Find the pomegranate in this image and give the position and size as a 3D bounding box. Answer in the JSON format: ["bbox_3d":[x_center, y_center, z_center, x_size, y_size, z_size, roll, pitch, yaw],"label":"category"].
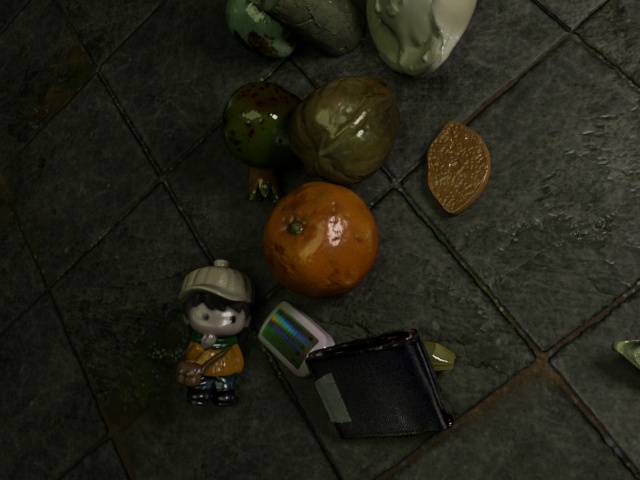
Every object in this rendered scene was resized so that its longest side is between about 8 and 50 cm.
[{"bbox_3d":[-0.143,-0.241,1.486,0.230,0.231,0.286,13,84,27],"label":"pomegranate"}]

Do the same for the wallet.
[{"bbox_3d":[0.120,0.307,1.277,0.262,0.071,0.221,-17,107,24],"label":"wallet"}]

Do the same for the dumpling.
[{"bbox_3d":[0.223,-0.572,1.438,0.315,0.233,0.396,-5,89,57],"label":"dumpling"}]

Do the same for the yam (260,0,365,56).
[{"bbox_3d":[-0.024,-0.568,1.478,0.167,0.304,0.168,-7,77,34],"label":"yam"}]

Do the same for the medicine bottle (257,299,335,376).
[{"bbox_3d":[-0.037,0.245,1.405,0.219,0.078,0.115,38,94,27],"label":"medicine bottle"}]

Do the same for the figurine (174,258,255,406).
[{"bbox_3d":[-0.259,0.219,1.480,0.185,0.204,0.333,5,105,-15],"label":"figurine"}]

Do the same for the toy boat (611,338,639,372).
[{"bbox_3d":[0.622,0.219,1.100,0.184,0.071,0.089,17,86,28],"label":"toy boat"}]

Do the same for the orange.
[{"bbox_3d":[0.000,0.000,1.360,0.260,0.261,0.261,-6,75,24],"label":"orange"}]

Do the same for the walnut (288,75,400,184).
[{"bbox_3d":[0.058,-0.249,1.382,0.283,0.283,0.227,-43,93,10],"label":"walnut"}]

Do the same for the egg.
[{"bbox_3d":[-0.150,-0.572,1.603,0.169,0.169,0.231,-43,76,10],"label":"egg"}]

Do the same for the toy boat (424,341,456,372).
[{"bbox_3d":[0.201,0.256,1.300,0.172,0.066,0.065,-8,31,26],"label":"toy boat"}]

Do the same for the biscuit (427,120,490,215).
[{"bbox_3d":[0.307,-0.164,1.365,0.141,0.029,0.221,-8,74,25],"label":"biscuit"}]
